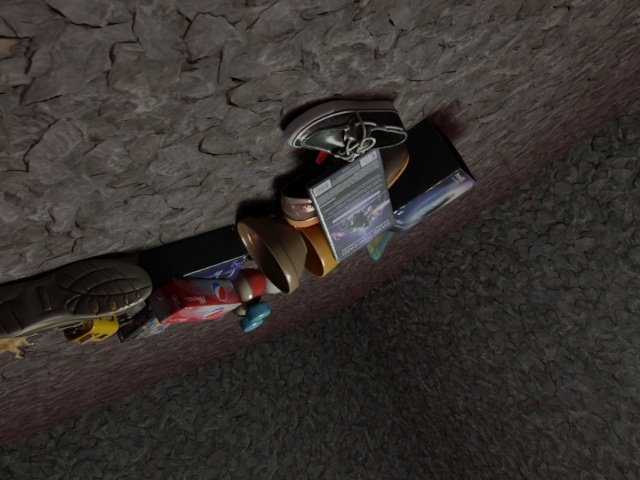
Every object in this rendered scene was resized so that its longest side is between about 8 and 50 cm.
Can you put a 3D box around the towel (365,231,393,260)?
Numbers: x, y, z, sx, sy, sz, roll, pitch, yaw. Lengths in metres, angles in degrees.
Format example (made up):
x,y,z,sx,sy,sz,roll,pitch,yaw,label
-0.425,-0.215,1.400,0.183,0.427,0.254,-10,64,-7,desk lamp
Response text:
x,y,z,sx,sy,sz,roll,pitch,yaw,label
0.253,-0.065,1.842,0.272,0.040,0.370,-57,165,-4,towel

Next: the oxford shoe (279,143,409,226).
x,y,z,sx,sy,sz,roll,pitch,yaw,label
0.065,-0.160,1.246,0.363,0.130,0.133,-31,154,-7,oxford shoe

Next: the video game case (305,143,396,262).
x,y,z,sx,sy,sz,roll,pitch,yaw,label
0.084,-0.085,1.225,0.196,0.026,0.274,-33,138,-11,video game case

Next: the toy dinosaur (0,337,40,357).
x,y,z,sx,sy,sz,roll,pitch,yaw,label
-0.806,0.272,1.296,0.183,0.053,0.093,-35,150,-2,toy dinosaur

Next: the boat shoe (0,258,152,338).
x,y,z,sx,sy,sz,roll,pitch,yaw,label
-0.566,0.130,1.113,0.355,0.133,0.130,-10,168,-28,boat shoe

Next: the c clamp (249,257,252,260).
x,y,z,sx,sy,sz,roll,pitch,yaw,label
-0.156,0.040,1.664,0.160,0.022,0.137,-16,-178,-35,c clamp

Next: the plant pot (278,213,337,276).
x,y,z,sx,sy,sz,roll,pitch,yaw,label
0.016,-0.033,1.395,0.187,0.205,0.205,-36,169,-20,plant pot

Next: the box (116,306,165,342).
x,y,z,sx,sy,sz,roll,pitch,yaw,label
-0.562,0.266,1.691,0.233,0.044,0.159,-36,163,28,box

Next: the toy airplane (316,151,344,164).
x,y,z,sx,sy,sz,roll,pitch,yaw,label
0.044,-0.200,1.151,0.151,0.028,0.151,-12,116,-25,toy airplane

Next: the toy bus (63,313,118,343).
x,y,z,sx,sy,sz,roll,pitch,yaw,label
-0.622,0.215,1.296,0.202,0.105,0.191,-16,161,-39,toy bus

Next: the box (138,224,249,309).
x,y,z,sx,sy,sz,roll,pitch,yaw,label
-0.345,0.072,1.326,0.261,0.103,0.184,-19,160,-30,box

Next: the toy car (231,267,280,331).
x,y,z,sx,sy,sz,roll,pitch,yaw,label
-0.184,0.136,1.603,0.237,0.219,0.210,-24,165,-28,toy car

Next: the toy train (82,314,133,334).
x,y,z,sx,sy,sz,roll,pitch,yaw,label
-0.662,0.268,1.536,0.158,0.036,0.027,-19,140,-27,toy train

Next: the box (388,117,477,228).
x,y,z,sx,sy,sz,roll,pitch,yaw,label
0.275,-0.173,1.464,0.294,0.183,0.296,-36,164,21,box

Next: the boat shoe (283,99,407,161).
x,y,z,sx,sy,sz,roll,pitch,yaw,label
0.065,-0.223,1.056,0.306,0.105,0.113,-15,160,-42,boat shoe

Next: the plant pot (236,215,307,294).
x,y,z,sx,sy,sz,roll,pitch,yaw,label
-0.112,0.018,1.325,0.109,0.237,0.237,-36,168,-18,plant pot

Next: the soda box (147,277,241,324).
x,y,z,sx,sy,sz,roll,pitch,yaw,label
-0.318,0.155,1.288,0.092,0.084,0.263,-33,165,16,soda box
